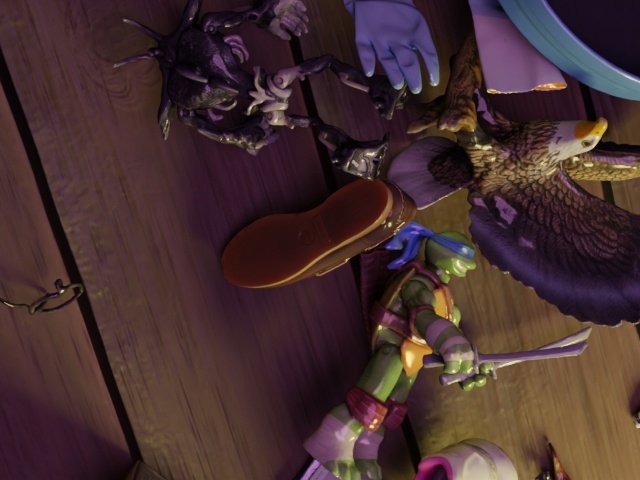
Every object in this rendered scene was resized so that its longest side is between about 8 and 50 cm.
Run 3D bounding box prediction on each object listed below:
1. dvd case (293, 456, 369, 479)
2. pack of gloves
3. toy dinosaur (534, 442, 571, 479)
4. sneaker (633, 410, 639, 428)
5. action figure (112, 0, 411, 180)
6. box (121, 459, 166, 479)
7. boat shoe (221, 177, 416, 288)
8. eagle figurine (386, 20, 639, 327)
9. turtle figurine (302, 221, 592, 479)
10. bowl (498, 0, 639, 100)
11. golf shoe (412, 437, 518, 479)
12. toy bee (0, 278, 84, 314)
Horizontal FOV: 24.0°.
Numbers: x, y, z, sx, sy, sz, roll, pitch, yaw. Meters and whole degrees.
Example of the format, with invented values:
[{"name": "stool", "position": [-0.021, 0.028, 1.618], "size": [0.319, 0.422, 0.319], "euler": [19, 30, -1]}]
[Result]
[{"name": "dvd case", "position": [0.039, 0.345, 1.647], "size": [0.221, 0.018, 0.164], "euler": [36, 92, -17]}, {"name": "pack of gloves", "position": [0.115, -0.237, 1.438], "size": [0.195, 0.232, 0.046], "euler": [-4, 142, -17]}, {"name": "toy dinosaur", "position": [0.281, 0.281, 1.679], "size": [0.082, 0.047, 0.090], "euler": [21, 86, -35]}, {"name": "sneaker", "position": [0.387, 0.216, 1.697], "size": [0.083, 0.032, 0.037], "euler": [39, 105, -13]}, {"name": "action figure", "position": [-0.055, -0.152, 1.456], "size": [0.276, 0.141, 0.164], "euler": [21, 106, 10]}, {"name": "box", "position": [-0.230, 0.395, 1.529], "size": [0.148, 0.121, 0.311], "euler": [40, 92, -6]}, {"name": "boat shoe", "position": [0.000, 0.000, 1.507], "size": [0.207, 0.073, 0.073], "euler": [-21, 71, 26]}, {"name": "eagle figurine", "position": [0.234, -0.067, 1.491], "size": [0.298, 0.225, 0.226], "euler": [35, 93, -18]}, {"name": "turtle figurine", "position": [0.126, 0.145, 1.531], "size": [0.275, 0.198, 0.266], "euler": [34, 97, -14]}, {"name": "bowl", "position": [0.308, -0.318, 1.452], "size": [0.391, 0.077, 0.391], "euler": [6, 76, -26]}, {"name": "golf shoe", "position": [0.096, 0.346, 1.571], "size": [0.140, 0.115, 0.306], "euler": [18, 92, -60]}, {"name": "toy bee", "position": [-0.402, 0.049, 1.423], "size": [0.195, 0.298, 0.162], "euler": [-38, 79, 32]}]
